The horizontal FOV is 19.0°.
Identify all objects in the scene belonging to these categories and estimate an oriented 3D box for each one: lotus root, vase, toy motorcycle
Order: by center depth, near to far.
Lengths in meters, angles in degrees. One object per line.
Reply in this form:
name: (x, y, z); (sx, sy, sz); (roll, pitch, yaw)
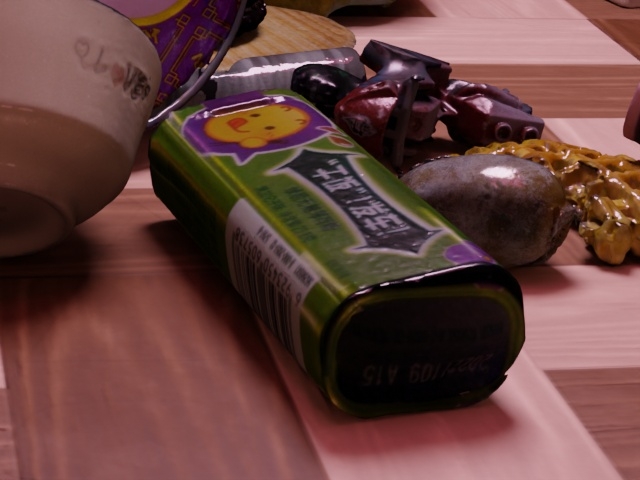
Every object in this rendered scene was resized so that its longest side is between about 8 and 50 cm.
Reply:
lotus root: (0.104, -0.024, 1.357); (0.165, 0.088, 0.088); (2, 19, 22)
toy motorcycle: (0.086, -0.108, 1.556); (0.213, 0.082, 0.122); (6, 26, -21)
vase: (-0.068, -0.122, 1.597); (0.211, 0.060, 0.060); (-9, 25, -18)

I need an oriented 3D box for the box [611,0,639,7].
box: (0.361, -0.298, 2.116); (0.122, 0.062, 0.089); (-6, 24, -27)

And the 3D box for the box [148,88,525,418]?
box: (0.000, 0.000, 1.254); (0.134, 0.097, 0.345); (-13, 26, -19)

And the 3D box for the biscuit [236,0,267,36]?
biscuit: (-0.142, -0.224, 1.735); (0.194, 0.053, 0.194); (3, 22, -1)

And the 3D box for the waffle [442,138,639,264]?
waffle: (0.187, -0.039, 1.447); (0.194, 0.051, 0.149); (17, 23, 28)

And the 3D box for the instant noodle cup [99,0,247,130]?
instant noodle cup: (-0.260, -0.248, 1.526); (0.340, 0.340, 0.266); (-12, 13, -35)

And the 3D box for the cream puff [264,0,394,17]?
cream puff: (0.008, -0.310, 1.961); (0.282, 0.185, 0.282); (-34, 4, 3)

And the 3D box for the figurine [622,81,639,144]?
figurine: (0.410, -0.179, 1.426); (0.253, 0.361, 0.211); (6, 19, -44)

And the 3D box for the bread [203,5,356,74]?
bread: (-0.100, -0.174, 1.745); (0.267, 0.040, 0.267); (3, 21, -1)

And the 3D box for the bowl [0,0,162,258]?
bowl: (-0.224, -0.068, 1.270); (0.237, 0.238, 0.126); (1, 66, -7)
